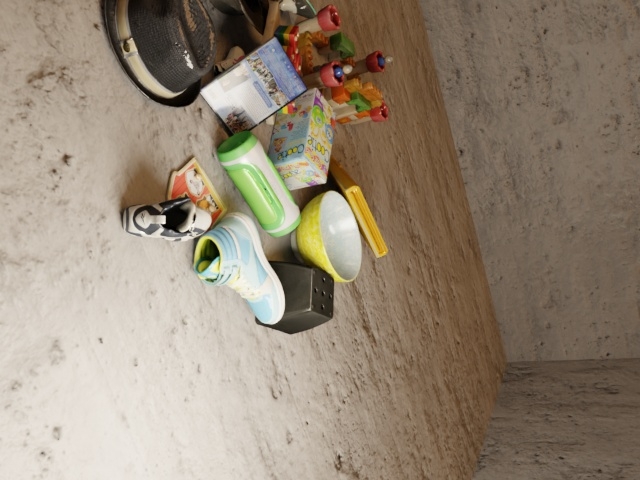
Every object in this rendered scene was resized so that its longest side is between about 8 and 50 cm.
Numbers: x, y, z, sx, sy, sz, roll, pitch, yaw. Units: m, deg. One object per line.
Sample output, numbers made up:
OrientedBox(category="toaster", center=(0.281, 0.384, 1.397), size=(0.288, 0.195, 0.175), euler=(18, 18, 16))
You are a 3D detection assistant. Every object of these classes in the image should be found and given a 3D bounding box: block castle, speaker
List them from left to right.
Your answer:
OrientedBox(category="speaker", center=(-0.167, -0.154, 1.604), size=(0.296, 0.131, 0.131), euler=(60, 36, -32))
OrientedBox(category="block castle", center=(0.109, -0.628, 2.120), size=(0.453, 0.213, 0.303), euler=(16, 68, -58))

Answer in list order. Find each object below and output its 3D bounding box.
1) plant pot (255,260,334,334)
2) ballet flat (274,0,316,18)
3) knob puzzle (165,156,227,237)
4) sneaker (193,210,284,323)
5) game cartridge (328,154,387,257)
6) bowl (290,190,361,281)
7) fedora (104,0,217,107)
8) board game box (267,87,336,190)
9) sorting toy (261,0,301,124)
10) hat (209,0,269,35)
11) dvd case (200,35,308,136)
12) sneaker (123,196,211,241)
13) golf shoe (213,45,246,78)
OrientedBox(category="plant pot", center=(-0.061, 0.160, 1.660), size=(0.187, 0.167, 0.188), euler=(31, 55, -53))
OrientedBox(category="ballet flat", center=(-0.131, -0.830, 1.892), size=(0.096, 0.095, 0.280), euler=(-44, 119, -3))
OrientedBox(category="knob puzzle", center=(-0.314, -0.092, 1.434), size=(0.213, 0.030, 0.213), euler=(22, 64, -56))
OrientedBox(category="sneaker", center=(-0.218, 0.102, 1.458), size=(0.208, 0.127, 0.319), euler=(-38, 108, -56))
OrientedBox(category="game cartridge", center=(0.119, -0.126, 1.992), size=(0.285, 0.052, 0.324), euler=(62, 2, -30))
OrientedBox(category="bowl", center=(0.000, 0.000, 1.808), size=(0.289, 0.156, 0.289), euler=(37, 46, -53))
OrientedBox(category="fedora", center=(-0.348, -0.493, 1.365), size=(0.334, 0.152, 0.334), euler=(24, 62, -56))
OrientedBox(category="board game box", center=(-0.056, -0.321, 1.822), size=(0.142, 0.144, 0.275), euler=(43, 47, -47))
OrientedBox(category="sorting toy", center=(-0.113, -0.525, 1.719), size=(0.257, 0.089, 0.255), euler=(87, 9, -63))
OrientedBox(category="hat", center=(-0.248, -0.724, 1.620), size=(0.331, 0.134, 0.331), euler=(-8, 90, -76))
OrientedBox(category="dvd case", center=(-0.180, -0.412, 1.566), size=(0.180, 0.253, 0.022), euler=(53, 4, -39))
OrientedBox(category="sneaker", center=(-0.304, -0.045, 1.291), size=(0.235, 0.153, 0.094), euler=(9, 84, -53))
OrientedBox(category="golf shoe", center=(-0.256, -0.479, 1.602), size=(0.086, 0.067, 0.186), euler=(39, 50, -47))
